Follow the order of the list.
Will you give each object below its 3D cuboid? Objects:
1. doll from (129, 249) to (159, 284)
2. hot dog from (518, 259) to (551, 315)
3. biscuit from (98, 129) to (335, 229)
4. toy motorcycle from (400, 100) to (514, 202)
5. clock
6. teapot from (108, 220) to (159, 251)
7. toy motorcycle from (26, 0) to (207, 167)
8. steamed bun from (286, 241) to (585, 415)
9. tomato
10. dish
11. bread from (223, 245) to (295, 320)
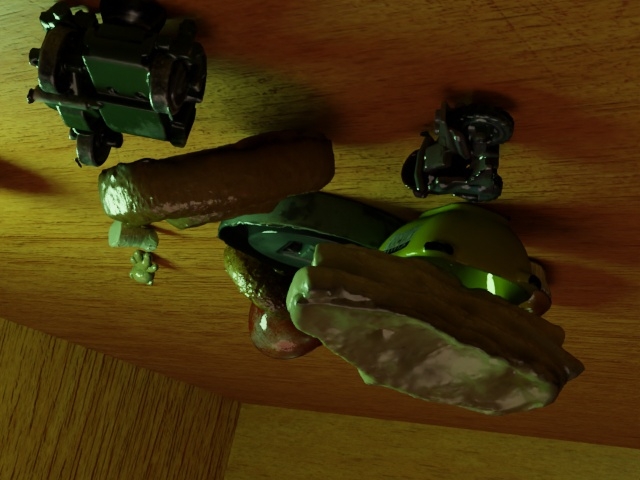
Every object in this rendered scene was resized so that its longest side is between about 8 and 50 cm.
[{"bbox_3d":[-0.356,0.055,2.562,0.062,0.051,0.093,19,165,4],"label":"doll"},{"bbox_3d":[0.301,0.089,2.060,0.144,0.075,0.268,15,163,4],"label":"hot dog"},{"bbox_3d":[-0.125,-0.071,1.556,0.296,0.102,0.296,-10,-175,1],"label":"biscuit"},{"bbox_3d":[0.155,-0.102,1.456,0.122,0.082,0.213,2,156,3],"label":"toy motorcycle"},{"bbox_3d":[0.000,0.000,2.002,0.325,0.067,0.325,12,166,3],"label":"clock"},{"bbox_3d":[-0.338,-0.009,2.308,0.083,0.057,0.067,16,-157,-25],"label":"teapot"},{"bbox_3d":[-0.218,-0.176,1.435,0.205,0.127,0.275,10,159,9],"label":"toy motorcycle"},{"bbox_3d":[0.129,0.115,1.751,0.428,0.189,0.247,20,135,-19],"label":"steamed bun"},{"bbox_3d":[-0.066,0.149,2.429,0.167,0.167,0.167,12,166,3],"label":"tomato"},{"bbox_3d":[0.198,0.015,1.798,0.221,0.108,0.262,18,165,-12],"label":"dish"},{"bbox_3d":[-0.086,0.064,2.187,0.193,0.064,0.193,38,-163,-13],"label":"bread"}]
